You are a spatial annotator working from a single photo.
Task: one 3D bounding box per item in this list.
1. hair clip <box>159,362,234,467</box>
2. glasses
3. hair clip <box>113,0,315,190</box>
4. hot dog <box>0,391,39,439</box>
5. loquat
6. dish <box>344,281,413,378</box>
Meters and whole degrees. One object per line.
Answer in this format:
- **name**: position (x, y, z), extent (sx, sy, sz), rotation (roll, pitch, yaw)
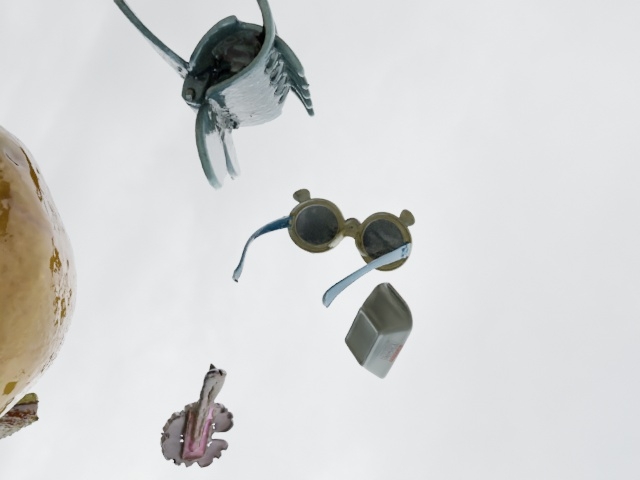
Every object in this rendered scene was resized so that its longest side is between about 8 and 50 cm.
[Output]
- **hair clip**: position (-0.273, 0.402, 1.269), extent (0.069, 0.173, 0.300), rotation (-123, -133, -55)
- **glasses**: position (-0.001, 0.027, 0.689), extent (0.190, 0.088, 0.220), rotation (14, -145, 24)
- **hair clip**: position (-0.161, -0.303, 1.062), extent (0.239, 0.318, 0.391), rotation (-29, -96, 2)
- **hot dog**: position (-0.439, 0.234, 0.708), extent (0.169, 0.078, 0.061), rotation (-30, -137, -2)
- **loquat**: position (-0.248, 0.017, 0.338), extent (0.188, 0.176, 0.234), rotation (-10, -97, 11)
- **dish**: position (0.129, 0.208, 1.297), extent (0.154, 0.064, 0.234), rotation (53, -47, 40)
